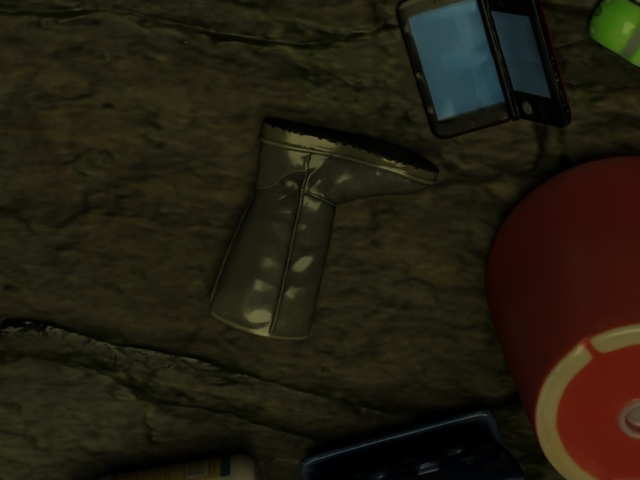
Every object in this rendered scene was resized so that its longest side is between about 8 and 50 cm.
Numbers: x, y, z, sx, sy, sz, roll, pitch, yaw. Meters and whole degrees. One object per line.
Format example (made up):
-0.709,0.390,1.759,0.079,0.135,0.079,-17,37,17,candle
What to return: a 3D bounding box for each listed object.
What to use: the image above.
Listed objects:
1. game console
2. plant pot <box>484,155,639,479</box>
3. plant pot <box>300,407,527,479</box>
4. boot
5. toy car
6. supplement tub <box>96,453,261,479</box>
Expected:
0.151,-0.162,1.605,0.085,0.124,0.144,-28,113,-21,game console
0.289,0.094,1.603,0.274,0.243,0.275,2,121,4,plant pot
0.103,0.310,1.717,0.236,0.212,0.236,-16,112,3,plant pot
0.001,0.000,1.664,0.189,0.076,0.209,14,104,7,boot
0.355,-0.161,1.630,0.225,0.053,0.239,24,108,-12,toy car
-0.152,0.296,1.734,0.199,0.144,0.144,-9,112,1,supplement tub
